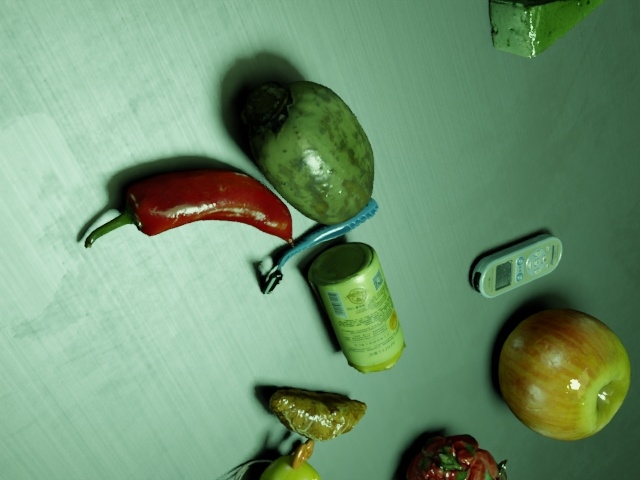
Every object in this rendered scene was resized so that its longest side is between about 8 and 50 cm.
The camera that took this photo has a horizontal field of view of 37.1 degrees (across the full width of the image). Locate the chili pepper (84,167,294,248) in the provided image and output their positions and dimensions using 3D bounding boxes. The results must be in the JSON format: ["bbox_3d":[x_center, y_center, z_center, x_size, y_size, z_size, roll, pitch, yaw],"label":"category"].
[{"bbox_3d":[-0.165,-0.042,1.434,0.368,0.092,0.137,1,118,-36],"label":"chili pepper"}]

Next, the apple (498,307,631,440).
[{"bbox_3d":[0.509,0.276,2.005,0.286,0.233,0.286,-20,122,-36],"label":"apple"}]

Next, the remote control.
[{"bbox_3d":[0.402,0.049,1.949,0.244,0.047,0.087,-18,122,-33],"label":"remote control"}]

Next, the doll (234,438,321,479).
[{"bbox_3d":[-0.080,0.442,1.689,0.221,0.135,0.143,-50,163,-18],"label":"doll"}]

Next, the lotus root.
[{"bbox_3d":[0.000,-0.127,1.494,0.173,0.173,0.309,-54,139,-8],"label":"lotus root"}]

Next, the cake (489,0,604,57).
[{"bbox_3d":[0.424,-0.408,1.742,0.235,0.100,0.099,-21,122,-31],"label":"cake"}]

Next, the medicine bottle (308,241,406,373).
[{"bbox_3d":[0.071,0.123,1.670,0.124,0.124,0.239,-37,128,-22],"label":"medicine bottle"}]

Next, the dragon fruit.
[{"bbox_3d":[0.281,0.507,1.947,0.274,0.193,0.192,59,41,-38],"label":"dragon fruit"}]

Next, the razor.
[{"bbox_3d":[0.000,0.000,1.611,0.253,0.042,0.082,-35,168,-24],"label":"razor"}]

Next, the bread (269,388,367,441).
[{"bbox_3d":[-0.003,0.313,1.695,0.233,0.105,0.076,12,98,-45],"label":"bread"}]
